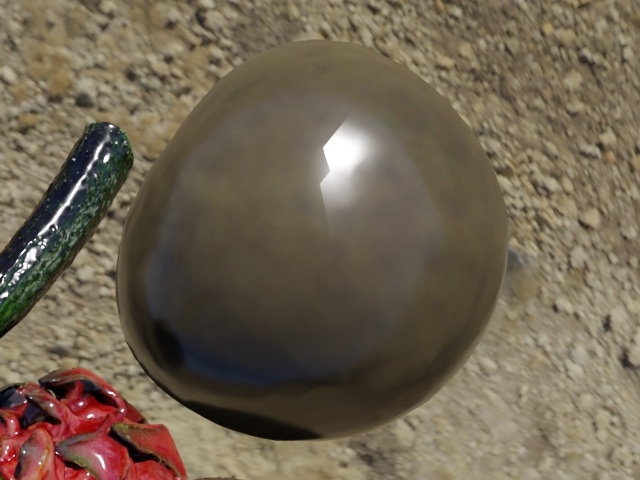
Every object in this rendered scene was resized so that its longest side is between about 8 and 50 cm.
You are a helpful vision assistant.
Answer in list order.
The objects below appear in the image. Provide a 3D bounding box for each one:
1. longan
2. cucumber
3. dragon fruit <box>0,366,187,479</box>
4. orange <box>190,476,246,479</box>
[{"bbox_3d":[0.000,0.000,0.786,0.196,0.196,0.220,15,55,20],"label":"longan"},{"bbox_3d":[-0.214,0.000,1.178,0.052,0.058,0.215,15,56,23],"label":"cucumber"},{"bbox_3d":[-0.196,0.230,1.235,0.233,0.293,0.234,-10,66,24],"label":"dragon fruit"},{"bbox_3d":[-0.084,0.251,0.928,0.170,0.224,0.224,17,83,-15],"label":"orange"}]
